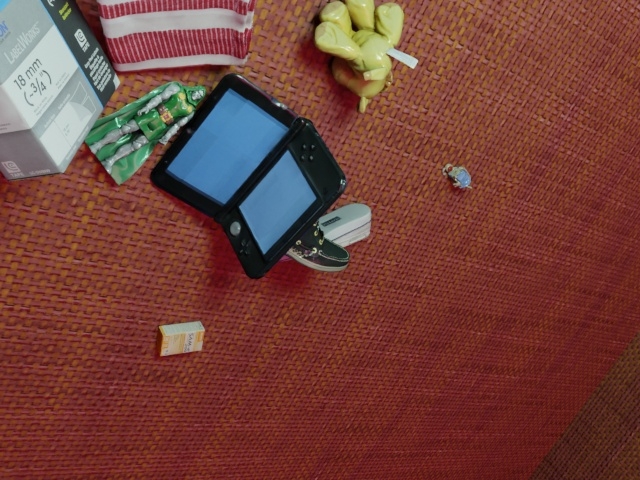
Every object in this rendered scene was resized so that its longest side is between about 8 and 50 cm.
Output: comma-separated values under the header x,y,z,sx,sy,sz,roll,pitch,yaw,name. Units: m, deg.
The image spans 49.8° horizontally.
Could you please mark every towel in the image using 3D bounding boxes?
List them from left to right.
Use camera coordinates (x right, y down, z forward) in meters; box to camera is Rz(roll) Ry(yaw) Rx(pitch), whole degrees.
x,y,z,sx,sy,sz,roll,pitch,yaw,name
-0.217,-0.351,1.059,0.237,0.037,0.329,-7,166,-13,towel

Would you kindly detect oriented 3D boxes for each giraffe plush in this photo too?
x,y,z,sx,sy,sz,roll,pitch,yaw,name
0.085,-0.352,1.339,0.181,0.210,0.170,-40,168,-17,giraffe plush

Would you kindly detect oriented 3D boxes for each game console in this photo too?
x,y,z,sx,sy,sz,roll,pitch,yaw,name
-0.140,-0.108,1.275,0.173,0.250,0.293,7,135,-49,game console

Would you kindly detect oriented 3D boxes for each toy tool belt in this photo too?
x,y,z,sx,sy,sz,roll,pitch,yaw,name
0.342,-0.157,1.696,0.052,0.051,0.083,-49,133,7,toy tool belt

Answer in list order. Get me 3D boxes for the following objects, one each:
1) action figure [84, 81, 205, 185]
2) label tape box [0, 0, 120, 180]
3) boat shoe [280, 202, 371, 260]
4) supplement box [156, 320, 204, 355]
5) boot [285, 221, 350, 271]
x,y,z,sx,sy,sz,roll,pitch,yaw,name
-0.306,-0.214,1.247,0.232,0.063,0.137,-37,130,-9,action figure
-0.443,-0.288,0.977,0.106,0.240,0.333,-5,135,18,label tape box
0.000,0.000,1.571,0.268,0.096,0.088,-26,128,-25,boat shoe
-0.318,0.222,1.563,0.099,0.036,0.062,-4,124,-30,supplement box
-0.010,-0.041,1.404,0.237,0.085,0.178,22,118,-22,boot
